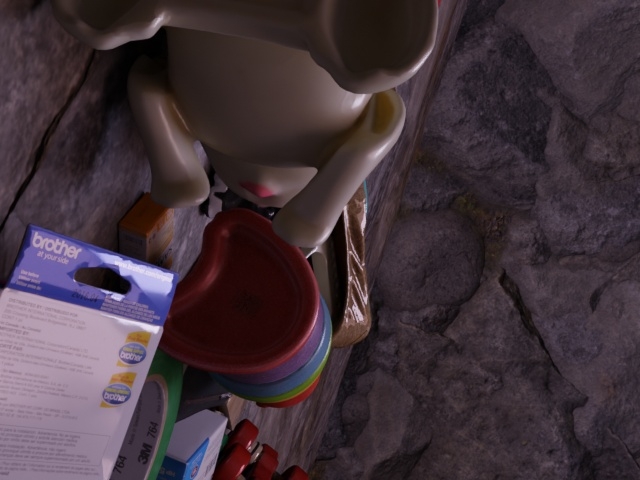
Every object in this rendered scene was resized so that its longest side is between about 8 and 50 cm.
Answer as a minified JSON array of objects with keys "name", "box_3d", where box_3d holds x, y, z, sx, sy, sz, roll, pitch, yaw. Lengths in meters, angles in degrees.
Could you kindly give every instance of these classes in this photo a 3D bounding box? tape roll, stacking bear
[{"name":"tape roll","box_3d":[-0.253,0.244,1.007,0.321,0.077,0.321,20,90,-79]},{"name":"stacking bear","box_3d":[-0.064,0.115,1.080,0.175,0.164,0.289,-56,162,-16]}]

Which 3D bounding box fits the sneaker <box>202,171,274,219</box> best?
[{"name":"sneaker","box_3d":[-0.070,-0.127,1.204,0.078,0.106,0.234,-28,136,-76]}]

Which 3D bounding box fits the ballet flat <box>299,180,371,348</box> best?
[{"name":"ballet flat","box_3d":[0.000,0.000,1.320,0.124,0.116,0.342,-22,114,-48]}]

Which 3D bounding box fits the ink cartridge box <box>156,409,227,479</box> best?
[{"name":"ink cartridge box","box_3d":[-0.219,0.360,1.359,0.148,0.086,0.203,-43,151,-68]}]

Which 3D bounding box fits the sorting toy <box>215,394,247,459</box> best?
[{"name":"sorting toy","box_3d":[-0.146,0.237,1.627,0.132,0.046,0.274,91,21,-59]}]

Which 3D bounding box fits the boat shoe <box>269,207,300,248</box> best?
[{"name":"boat shoe","box_3d":[-0.096,0.019,1.316,0.091,0.114,0.302,104,9,-55]}]

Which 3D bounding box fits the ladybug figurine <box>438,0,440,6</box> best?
[{"name":"ladybug figurine","box_3d":[0.088,-0.371,1.309,0.449,0.162,0.305,100,15,-60]}]

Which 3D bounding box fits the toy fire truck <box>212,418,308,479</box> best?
[{"name":"toy fire truck","box_3d":[-0.168,0.488,1.700,0.254,0.169,0.302,-46,-177,8]}]

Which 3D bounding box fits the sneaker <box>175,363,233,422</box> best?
[{"name":"sneaker","box_3d":[-0.155,0.136,1.198,0.118,0.083,0.222,-9,133,-45]}]

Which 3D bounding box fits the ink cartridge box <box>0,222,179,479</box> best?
[{"name":"ink cartridge box","box_3d":[-0.240,0.147,0.762,0.186,0.065,0.311,24,86,-55]}]

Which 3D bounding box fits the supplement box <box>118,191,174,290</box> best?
[{"name":"supplement box","box_3d":[-0.189,0.006,1.016,0.062,0.036,0.098,-59,165,-45]}]

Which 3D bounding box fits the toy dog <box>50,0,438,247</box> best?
[{"name":"toy dog","box_3d":[-0.049,-0.189,0.898,0.408,0.285,0.395,88,5,-66]}]
